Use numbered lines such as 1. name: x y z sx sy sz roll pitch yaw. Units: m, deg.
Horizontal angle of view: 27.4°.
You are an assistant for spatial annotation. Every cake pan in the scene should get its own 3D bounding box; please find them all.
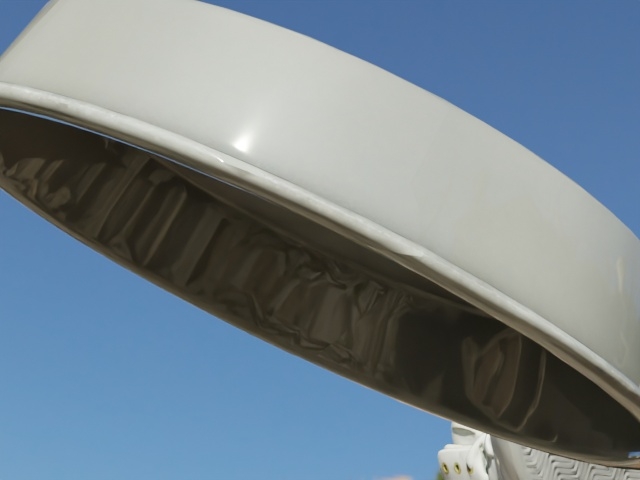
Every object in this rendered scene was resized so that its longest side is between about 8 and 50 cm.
1. cake pan: 0.000 0.000 0.486 0.293 0.054 0.293 25 -12 6

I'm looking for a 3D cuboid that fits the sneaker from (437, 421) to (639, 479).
1. sneaker: 0.119 0.116 0.794 0.169 0.108 0.292 26 -37 54
